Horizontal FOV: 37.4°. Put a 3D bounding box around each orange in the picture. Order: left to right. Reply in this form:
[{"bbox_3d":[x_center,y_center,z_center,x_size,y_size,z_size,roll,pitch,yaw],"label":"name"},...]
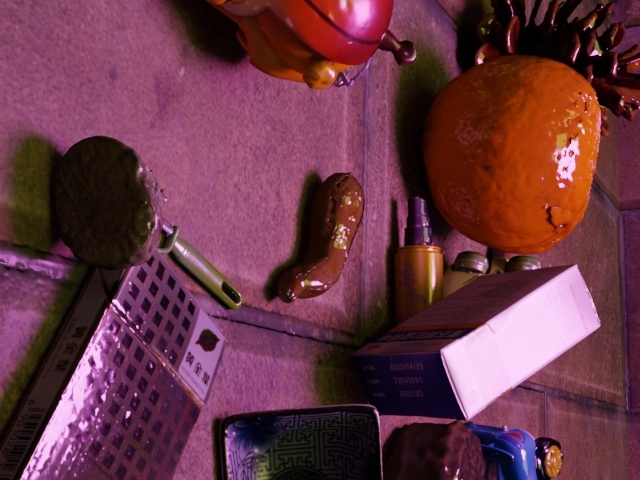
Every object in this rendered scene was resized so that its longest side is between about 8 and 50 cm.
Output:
[{"bbox_3d":[0.321,-0.149,1.618,0.340,0.293,0.341,9,90,-72],"label":"orange"}]

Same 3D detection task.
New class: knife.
[{"bbox_3d":[-0.140,0.027,1.007,0.212,0.015,0.054,49,45,-48],"label":"knife"}]

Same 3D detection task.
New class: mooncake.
[{"bbox_3d":[0.184,0.389,1.449,0.228,0.124,0.228,21,67,-61],"label":"mooncake"}]

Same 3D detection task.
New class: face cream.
[{"bbox_3d":[0.155,0.068,1.491,0.078,0.078,0.273,16,72,-61],"label":"face cream"}]

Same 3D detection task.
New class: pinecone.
[{"bbox_3d":[0.495,-0.352,1.906,0.384,0.384,0.384,16,71,-60],"label":"pinecone"}]

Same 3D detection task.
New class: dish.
[{"bbox_3d":[-0.020,0.309,1.077,0.080,0.182,0.243,154,-67,-81],"label":"dish"}]

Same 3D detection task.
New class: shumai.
[{"bbox_3d":[-0.179,-0.029,0.859,0.087,0.099,0.124,16,55,-68],"label":"shumai"}]

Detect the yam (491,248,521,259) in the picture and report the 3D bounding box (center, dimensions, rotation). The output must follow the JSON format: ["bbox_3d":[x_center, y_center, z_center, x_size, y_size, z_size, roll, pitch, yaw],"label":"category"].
[{"bbox_3d":[0.401,-0.033,1.976,0.081,0.081,0.357,56,40,-42],"label":"yam"}]

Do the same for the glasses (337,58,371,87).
[{"bbox_3d":[0.025,-0.300,1.361,0.104,0.062,0.140,33,54,-30],"label":"glasses"}]

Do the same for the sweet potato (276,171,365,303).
[{"bbox_3d":[0.003,0.005,1.238,0.081,0.062,0.233,47,47,-28],"label":"sweet potato"}]

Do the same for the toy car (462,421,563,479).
[{"bbox_3d":[0.302,0.458,1.600,0.166,0.198,0.314,-19,105,-45],"label":"toy car"}]

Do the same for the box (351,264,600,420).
[{"bbox_3d":[0.224,0.142,1.355,0.299,0.200,0.106,-27,99,-34],"label":"box"}]

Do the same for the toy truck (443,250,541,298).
[{"bbox_3d":[0.320,0.115,1.677,0.210,0.187,0.148,43,53,-52],"label":"toy truck"}]

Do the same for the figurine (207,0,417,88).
[{"bbox_3d":[-0.032,-0.319,1.075,0.323,0.196,0.320,63,28,-19],"label":"figurine"}]

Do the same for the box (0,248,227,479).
[{"bbox_3d":[-0.191,0.170,0.856,0.180,0.047,0.325,60,38,-40],"label":"box"}]
